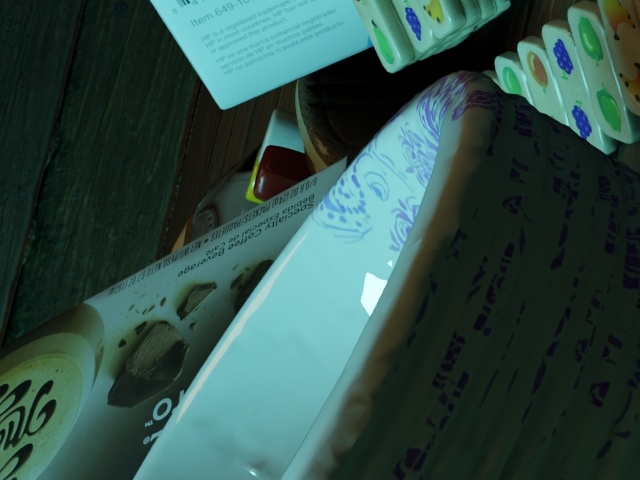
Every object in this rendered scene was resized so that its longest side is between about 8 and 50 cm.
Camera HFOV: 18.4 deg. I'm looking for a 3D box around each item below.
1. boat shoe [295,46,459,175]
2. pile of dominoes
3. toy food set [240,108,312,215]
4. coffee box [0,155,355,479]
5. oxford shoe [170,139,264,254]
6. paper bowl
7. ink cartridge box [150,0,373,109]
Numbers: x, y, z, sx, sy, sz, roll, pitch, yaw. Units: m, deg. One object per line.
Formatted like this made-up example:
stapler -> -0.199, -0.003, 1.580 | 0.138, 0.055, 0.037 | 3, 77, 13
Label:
boat shoe -> 0.039, -0.096, 1.215 | 0.257, 0.095, 0.095 | -77, -7, -48
pile of dominoes -> 0.067, -0.118, 0.817 | 0.196, 0.040, 0.251 | 65, 166, 1
toy food set -> 0.000, 0.000, 1.260 | 0.232, 0.105, 0.111 | -80, 8, -61
coffee box -> -0.070, 0.108, 0.959 | 0.297, 0.119, 0.168 | -27, 35, 27
oxford shoe -> -0.044, 0.019, 1.403 | 0.132, 0.130, 0.363 | -63, 15, 17
paper bowl -> 0.026, 0.100, 0.616 | 0.284, 0.148, 0.284 | -57, 8, 13
ink cartridge box -> -0.030, -0.258, 1.076 | 0.270, 0.198, 0.197 | 57, -159, -32
